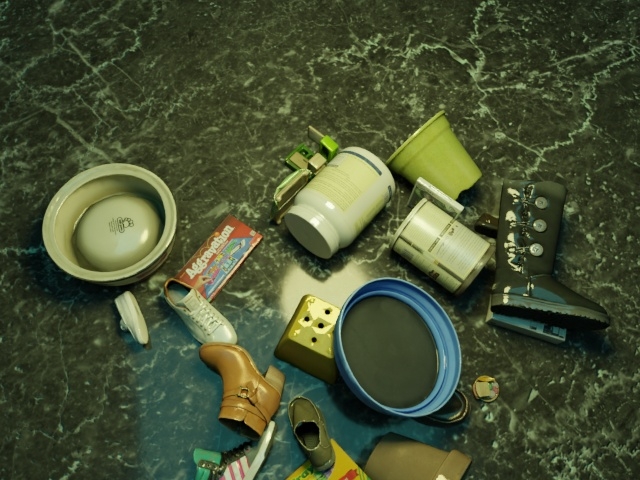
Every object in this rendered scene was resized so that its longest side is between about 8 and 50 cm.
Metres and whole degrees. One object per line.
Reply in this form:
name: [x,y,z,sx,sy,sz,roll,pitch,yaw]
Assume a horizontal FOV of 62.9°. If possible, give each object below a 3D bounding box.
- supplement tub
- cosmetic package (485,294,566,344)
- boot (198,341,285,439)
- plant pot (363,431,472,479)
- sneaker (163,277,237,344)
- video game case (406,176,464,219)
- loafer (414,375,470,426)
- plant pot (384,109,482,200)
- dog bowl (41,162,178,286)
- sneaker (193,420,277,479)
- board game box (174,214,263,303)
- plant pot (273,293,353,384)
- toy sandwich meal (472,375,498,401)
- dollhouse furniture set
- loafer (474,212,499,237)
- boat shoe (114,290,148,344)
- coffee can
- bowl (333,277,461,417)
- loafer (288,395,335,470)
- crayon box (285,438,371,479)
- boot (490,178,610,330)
supplement tub: [0.062,-0.123,1.705,0.235,0.235,0.325,39,68,12]
cosmetic package: [0.664,0.247,1.684,0.239,0.060,0.099,17,66,3]
boot: [-0.252,0.426,1.488,0.283,0.109,0.220,29,38,-3]
plant pot: [0.248,0.640,1.410,0.229,0.263,0.263,28,67,27]
sneaker: [-0.377,0.227,1.596,0.290,0.123,0.106,38,68,11]
video game case: [0.378,-0.115,1.749,0.173,0.190,0.022,37,73,12]
loafer: [0.269,0.443,1.537,0.365,0.130,0.134,19,67,5]
plant pot: [0.403,-0.256,1.792,0.276,0.276,0.254,-41,86,-18]
dog bowl: [-0.651,-0.035,1.676,0.407,0.150,0.408,1,66,-3]
sneaker: [-0.260,0.604,1.447,0.178,0.124,0.296,32,70,-1]
board game box: [-0.331,0.057,1.722,0.145,0.027,0.281,32,69,11]
plant pot: [-0.003,0.278,1.561,0.212,0.187,0.212,25,68,6]
toy sandwich meal: [0.508,0.453,1.603,0.085,0.029,0.086,1,67,-3]
dollhouse furniture set: [-0.100,-0.226,1.763,0.151,0.197,0.301,40,70,11]
loafer: [0.644,-0.042,1.794,0.220,0.080,0.078,22,68,6]
boat shoe: [-0.586,0.245,1.608,0.063,0.066,0.184,-28,72,-3]
coffee can: [0.389,0.022,1.685,0.275,0.201,0.201,38,70,12]
bowl: [0.211,0.297,1.462,0.391,0.077,0.391,13,58,-21]
loafer: [-0.030,0.515,1.455,0.094,0.087,0.251,-29,32,-9]
crayon box: [0.026,0.664,1.360,0.202,0.081,0.318,-37,33,-18]
boot: [0.735,0.034,1.662,0.367,0.146,0.445,13,67,1]
